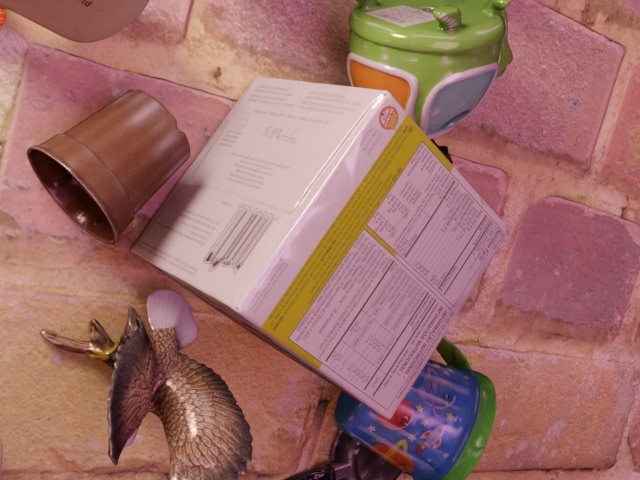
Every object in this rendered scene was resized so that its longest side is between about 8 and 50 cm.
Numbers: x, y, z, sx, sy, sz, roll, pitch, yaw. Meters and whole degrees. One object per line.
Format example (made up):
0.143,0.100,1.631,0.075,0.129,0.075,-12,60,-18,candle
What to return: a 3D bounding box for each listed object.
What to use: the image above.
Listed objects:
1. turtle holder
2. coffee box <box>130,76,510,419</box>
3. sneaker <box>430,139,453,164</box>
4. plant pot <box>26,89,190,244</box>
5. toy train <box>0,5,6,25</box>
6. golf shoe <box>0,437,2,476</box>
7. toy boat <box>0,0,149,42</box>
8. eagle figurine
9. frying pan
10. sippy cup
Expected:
0.176,-0.304,1.359,0.320,0.243,0.227,-54,152,-55,turtle holder
0.000,0.000,1.233,0.334,0.338,0.338,40,79,-36,coffee box
0.181,-0.100,1.475,0.135,0.098,0.276,-31,117,-21,sneaker
-0.276,-0.109,1.133,0.165,0.167,0.167,-45,123,-24,plant pot
-0.456,-0.328,1.016,0.125,0.046,0.166,-30,115,-22,toy train
-0.483,0.378,1.176,0.120,0.105,0.272,4,107,-51,golf shoe
-0.324,-0.356,1.045,0.151,0.151,0.231,-34,154,19,toy boat
-0.233,0.214,1.160,0.226,0.298,0.225,-13,109,-31,eagle figurine
0.057,0.396,1.567,0.326,0.053,0.197,9,96,-38,frying pan
0.155,0.300,1.484,0.224,0.305,0.240,28,105,-10,sippy cup
